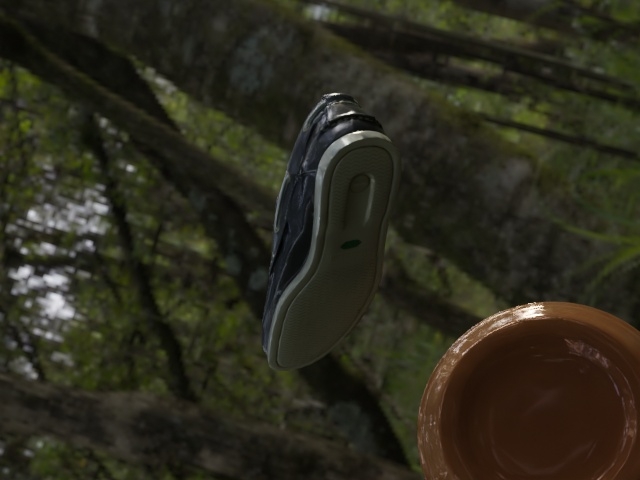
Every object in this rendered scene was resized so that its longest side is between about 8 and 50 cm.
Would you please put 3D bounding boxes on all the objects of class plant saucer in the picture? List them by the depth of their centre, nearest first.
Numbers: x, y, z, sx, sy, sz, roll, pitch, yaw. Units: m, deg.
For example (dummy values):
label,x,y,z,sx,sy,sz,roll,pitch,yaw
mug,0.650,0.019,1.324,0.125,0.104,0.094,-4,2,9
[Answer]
label,x,y,z,sx,sy,sz,roll,pitch,yaw
plant saucer,0.166,0.135,0.974,0.200,0.200,0.037,-69,-24,-18

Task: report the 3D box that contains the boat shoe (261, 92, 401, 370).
label,x,y,z,sx,sy,sz,roll,pitch,yaw
boat shoe,0.000,0.000,1.010,0.084,0.079,0.233,-6,-50,-28
